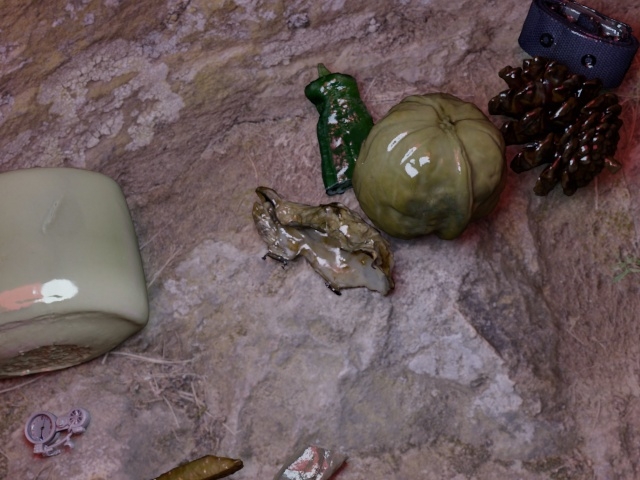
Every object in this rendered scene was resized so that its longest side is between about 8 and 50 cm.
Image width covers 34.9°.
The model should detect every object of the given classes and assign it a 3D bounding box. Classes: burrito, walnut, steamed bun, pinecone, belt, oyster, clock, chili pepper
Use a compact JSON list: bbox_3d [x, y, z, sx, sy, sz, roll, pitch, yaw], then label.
[{"bbox_3d":[-0.054,0.454,1.858,0.087,0.060,0.226,38,73,18],"label":"burrito"},{"bbox_3d":[0.209,-0.134,1.900,0.253,0.277,0.282,39,65,16],"label":"walnut"},{"bbox_3d":[-0.580,0.052,1.941,0.456,0.290,0.371,-17,70,1],"label":"steamed bun"},{"bbox_3d":[0.443,-0.222,1.937,0.244,0.244,0.309,-36,55,-5],"label":"pinecone"},{"bbox_3d":[0.514,-0.404,2.018,0.230,0.126,0.139,30,39,18],"label":"belt"},{"bbox_3d":[0.002,0.004,1.968,0.337,0.197,0.133,20,51,27],"label":"oyster"},{"bbox_3d":[-0.506,0.366,1.963,0.129,0.041,0.087,-16,67,7],"label":"clock"},{"bbox_3d":[0.041,-0.236,2.059,0.136,0.099,0.270,-19,75,10],"label":"chili pepper"}]

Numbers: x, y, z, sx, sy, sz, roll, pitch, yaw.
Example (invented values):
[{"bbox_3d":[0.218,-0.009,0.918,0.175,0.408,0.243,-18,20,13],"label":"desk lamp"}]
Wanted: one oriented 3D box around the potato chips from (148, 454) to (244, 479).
[{"bbox_3d":[-0.318,0.485,1.869,0.407,0.057,0.080,-32,55,7],"label":"potato chips"}]
